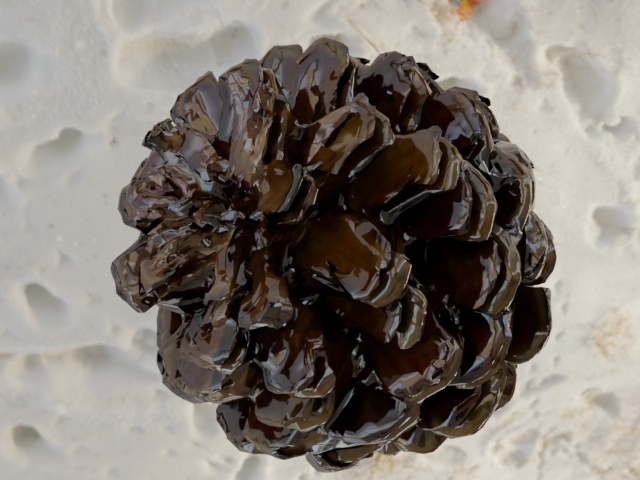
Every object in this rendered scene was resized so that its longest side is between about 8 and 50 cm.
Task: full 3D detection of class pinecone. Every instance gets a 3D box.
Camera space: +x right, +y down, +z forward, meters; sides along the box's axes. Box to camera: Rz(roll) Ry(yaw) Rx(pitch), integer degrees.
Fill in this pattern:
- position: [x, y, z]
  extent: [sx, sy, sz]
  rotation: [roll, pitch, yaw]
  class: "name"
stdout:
- position: [0.000, 0.000, 0.406]
  extent: [0.221, 0.221, 0.222]
  rotation: [-13, 130, -17]
  class: "pinecone"
